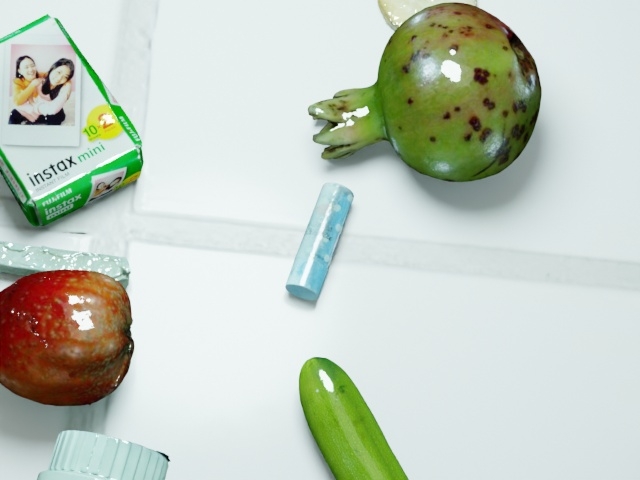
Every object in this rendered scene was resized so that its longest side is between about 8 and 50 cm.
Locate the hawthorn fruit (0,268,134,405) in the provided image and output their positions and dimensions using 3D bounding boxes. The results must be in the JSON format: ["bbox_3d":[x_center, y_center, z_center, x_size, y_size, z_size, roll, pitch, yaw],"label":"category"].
[{"bbox_3d":[-0.345,0.111,1.797,0.235,0.181,0.181,8,69,-8],"label":"hawthorn fruit"}]

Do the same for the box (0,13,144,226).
[{"bbox_3d":[-0.363,-0.157,1.936,0.180,0.103,0.250,-31,75,-15],"label":"box"}]

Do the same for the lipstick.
[{"bbox_3d":[0.000,0.000,1.944,0.048,0.048,0.158,20,68,2],"label":"lipstick"}]

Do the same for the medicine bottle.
[{"bbox_3d":[-0.285,0.391,1.708,0.158,0.158,0.318,14,68,-1],"label":"medicine bottle"}]

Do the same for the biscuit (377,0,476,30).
[{"bbox_3d":[0.154,-0.352,2.108,0.152,0.020,0.152,2,69,-6],"label":"biscuit"}]

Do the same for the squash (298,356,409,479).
[{"bbox_3d":[0.054,0.278,1.827,0.082,0.082,0.292,-26,76,-15],"label":"squash"}]

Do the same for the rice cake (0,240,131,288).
[{"bbox_3d":[-0.368,0.028,1.895,0.245,0.045,0.042,8,66,-3],"label":"rice cake"}]

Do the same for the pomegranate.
[{"bbox_3d":[0.147,-0.170,1.944,0.306,0.242,0.242,-37,76,3],"label":"pomegranate"}]
